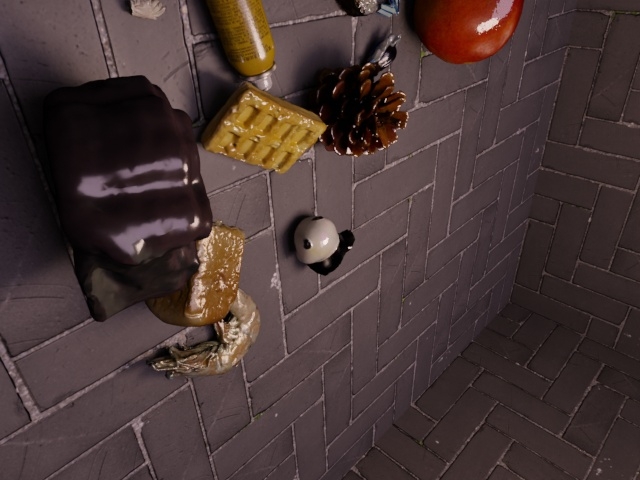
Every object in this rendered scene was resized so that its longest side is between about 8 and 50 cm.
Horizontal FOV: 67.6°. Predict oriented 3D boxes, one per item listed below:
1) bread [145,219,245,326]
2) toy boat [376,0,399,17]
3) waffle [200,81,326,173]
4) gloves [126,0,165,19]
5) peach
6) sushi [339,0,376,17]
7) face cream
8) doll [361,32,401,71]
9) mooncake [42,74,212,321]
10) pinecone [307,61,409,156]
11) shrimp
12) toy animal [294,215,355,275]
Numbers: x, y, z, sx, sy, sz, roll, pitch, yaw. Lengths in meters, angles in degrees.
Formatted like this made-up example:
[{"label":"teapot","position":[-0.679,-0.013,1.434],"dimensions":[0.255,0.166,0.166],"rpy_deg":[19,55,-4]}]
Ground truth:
[{"label":"bread","position":[-0.278,0.050,1.034],"dimensions":[0.195,0.176,0.246],"rpy_deg":[8,91,-70]},{"label":"toy boat","position":[0.211,-0.755,1.250],"dimensions":[0.210,0.070,0.291],"rpy_deg":[-41,141,-21]},{"label":"waffle","position":[-0.124,-0.248,1.085],"dimensions":[0.168,0.057,0.274],"rpy_deg":[-45,150,26]},{"label":"gloves","position":[-0.312,-0.409,0.845],"dimensions":[0.081,0.037,0.044],"rpy_deg":[-39,173,-37]},{"label":"peach","position":[0.425,-0.677,1.347],"dimensions":[0.308,0.308,0.332],"rpy_deg":[-13,151,-46]},{"label":"sushi","position":[0.081,-0.617,1.155],"dimensions":[0.090,0.078,0.150],"rpy_deg":[-54,136,-14]},{"label":"face cream","position":[-0.165,-0.456,0.932],"dimensions":[0.105,0.105,0.348],"rpy_deg":[-44,138,-25]},{"label":"doll","position":[0.165,-0.505,1.334],"dimensions":[0.195,0.070,0.096],"rpy_deg":[-50,157,-7]},{"label":"mooncake","position":[-0.309,-0.074,0.767],"dimensions":[0.212,0.381,0.350],"rpy_deg":[-18,84,-27]},{"label":"pinecone","position":[0.102,-0.332,1.212],"dimensions":[0.264,0.264,0.264],"rpy_deg":[-28,130,-39]},{"label":"shrimp","position":[-0.287,0.241,1.222],"dimensions":[0.360,0.085,0.247],"rpy_deg":[-14,112,-50]},{"label":"toy animal","position":[0.000,0.000,1.386],"dimensions":[0.179,0.138,0.166],"rpy_deg":[40,58,-44]}]
